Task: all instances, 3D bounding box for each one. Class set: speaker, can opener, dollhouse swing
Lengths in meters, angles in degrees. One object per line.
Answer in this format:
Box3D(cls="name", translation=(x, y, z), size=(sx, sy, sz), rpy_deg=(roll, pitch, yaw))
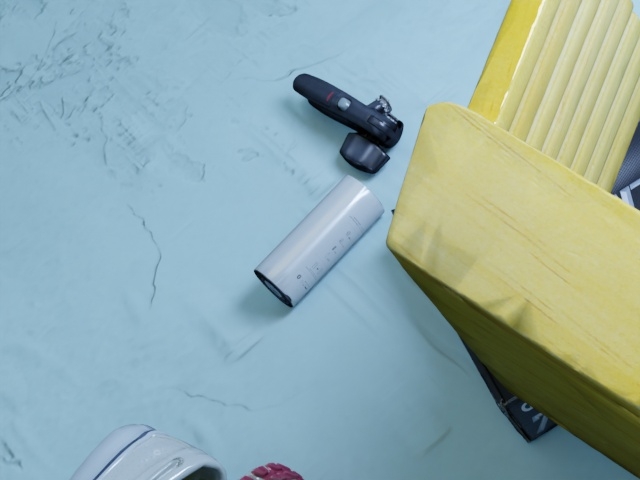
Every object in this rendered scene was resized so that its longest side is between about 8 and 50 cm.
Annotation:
Box3D(cls="speaker", translation=(0.000, 0.000, 1.918), size=(0.136, 0.055, 0.055), rpy_deg=(-46, 41, -10))
Box3D(cls="can opener", translation=(0.023, -0.135, 2.024), size=(0.073, 0.059, 0.186), rpy_deg=(-43, 41, -5))
Box3D(cls="dollhouse swing", translation=(0.248, -0.014, 1.452), size=(0.315, 0.347, 0.305), rpy_deg=(33, 82, 29))

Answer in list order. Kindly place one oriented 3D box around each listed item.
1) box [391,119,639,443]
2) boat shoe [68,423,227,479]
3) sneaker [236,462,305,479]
Box3D(cls="box", translation=(0.242, -0.005, 1.739), size=(0.295, 0.073, 0.293), rpy_deg=(-33, 40, 7))
Box3D(cls="boat shoe", translation=(-0.198, 0.328, 1.712), size=(0.156, 0.136, 0.367), rpy_deg=(12, 51, 39))
Box3D(cls="sneaker", translation=(-0.083, 0.317, 1.644), size=(0.112, 0.121, 0.299), rpy_deg=(-37, 19, 52))
